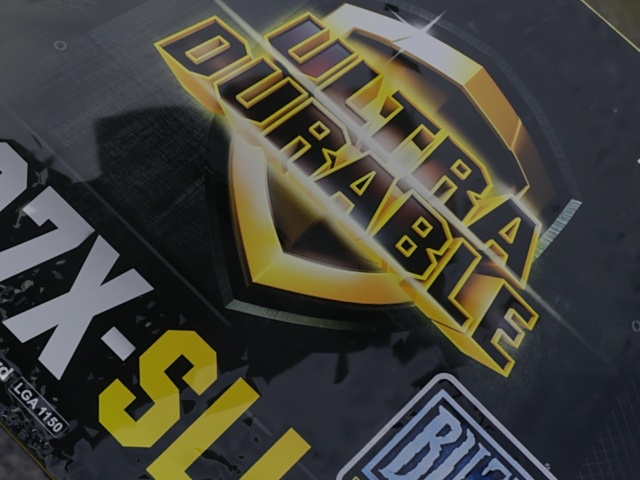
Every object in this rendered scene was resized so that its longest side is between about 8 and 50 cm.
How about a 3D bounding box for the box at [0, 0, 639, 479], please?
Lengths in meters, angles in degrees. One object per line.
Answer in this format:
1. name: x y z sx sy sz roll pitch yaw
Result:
1. box: 0.000 0.000 0.492 0.322 0.257 0.079 44 -14 10
